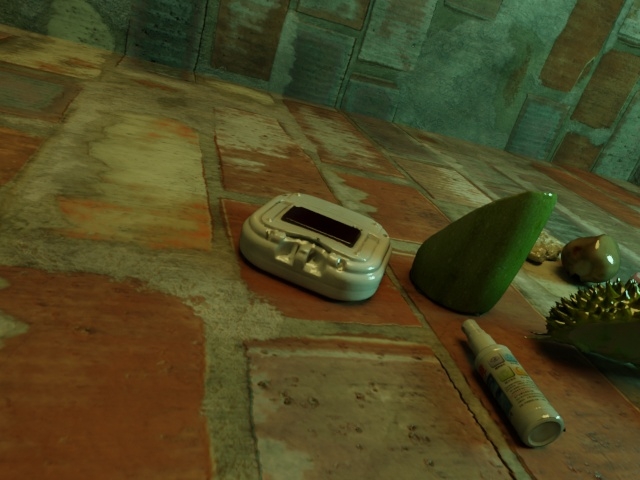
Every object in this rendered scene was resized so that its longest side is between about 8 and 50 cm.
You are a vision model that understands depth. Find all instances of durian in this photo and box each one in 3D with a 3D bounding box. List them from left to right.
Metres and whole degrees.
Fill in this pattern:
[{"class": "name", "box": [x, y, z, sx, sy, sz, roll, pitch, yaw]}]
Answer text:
[{"class": "durian", "box": [0.557, 0.158, 0.820, 0.352, 0.169, 0.158, 16, 14, -10]}]

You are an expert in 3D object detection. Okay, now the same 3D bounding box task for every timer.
[{"class": "timer", "box": [0.000, 0.000, 0.878, 0.262, 0.087, 0.237, 22, 25, 9]}]

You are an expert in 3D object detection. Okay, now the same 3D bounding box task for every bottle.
[{"class": "bottle", "box": [0.261, 0.188, 0.696, 0.060, 0.060, 0.217, 10, 27, -16]}]

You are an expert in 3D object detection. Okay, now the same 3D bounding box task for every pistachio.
[{"class": "pistachio", "box": [0.676, 0.041, 1.202, 0.129, 0.131, 0.206, 42, 29, 28]}]

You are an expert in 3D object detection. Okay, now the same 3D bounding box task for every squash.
[{"class": "squash", "box": [0.292, -0.010, 0.892, 0.189, 0.260, 0.189, 13, 27, -7]}]

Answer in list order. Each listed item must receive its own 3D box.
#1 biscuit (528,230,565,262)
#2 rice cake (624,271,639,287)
[{"class": "biscuit", "box": [0.573, -0.001, 1.323, 0.188, 0.040, 0.265, 22, 26, 9]}, {"class": "rice cake", "box": [0.784, 0.192, 1.034, 0.056, 0.072, 0.365, 12, 27, -19]}]
